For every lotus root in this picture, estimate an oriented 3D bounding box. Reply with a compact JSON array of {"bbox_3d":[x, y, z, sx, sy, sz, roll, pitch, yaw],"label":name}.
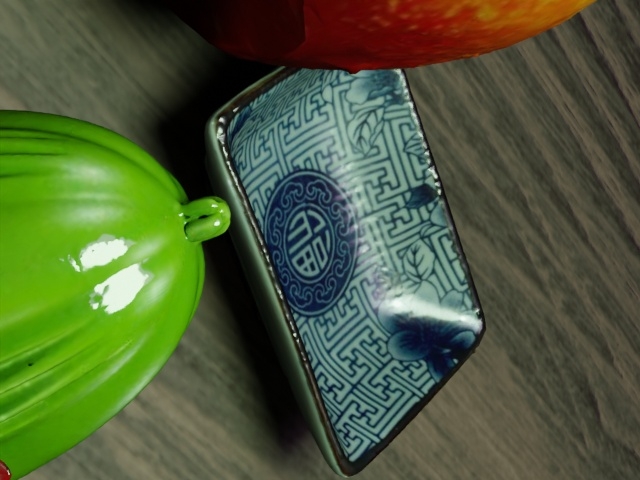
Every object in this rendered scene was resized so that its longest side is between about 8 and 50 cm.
[{"bbox_3d":[-0.118,0.012,0.730,0.186,0.186,0.186,5,83,-50],"label":"lotus root"}]

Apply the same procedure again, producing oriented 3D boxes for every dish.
[{"bbox_3d":[0.000,0.000,0.985,0.182,0.080,0.243,-40,119,-44],"label":"dish"}]

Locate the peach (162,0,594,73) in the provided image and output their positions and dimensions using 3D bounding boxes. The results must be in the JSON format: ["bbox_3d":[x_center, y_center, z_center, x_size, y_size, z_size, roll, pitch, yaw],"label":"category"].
[{"bbox_3d":[0.037,-0.270,0.844,0.388,0.388,0.388,5,83,-50],"label":"peach"}]

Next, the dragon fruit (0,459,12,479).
[{"bbox_3d":[-0.262,0.197,0.564,0.282,0.100,0.343,37,61,-47],"label":"dragon fruit"}]
